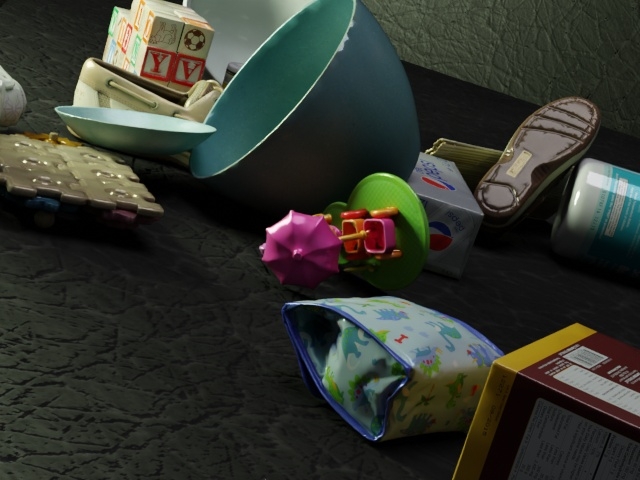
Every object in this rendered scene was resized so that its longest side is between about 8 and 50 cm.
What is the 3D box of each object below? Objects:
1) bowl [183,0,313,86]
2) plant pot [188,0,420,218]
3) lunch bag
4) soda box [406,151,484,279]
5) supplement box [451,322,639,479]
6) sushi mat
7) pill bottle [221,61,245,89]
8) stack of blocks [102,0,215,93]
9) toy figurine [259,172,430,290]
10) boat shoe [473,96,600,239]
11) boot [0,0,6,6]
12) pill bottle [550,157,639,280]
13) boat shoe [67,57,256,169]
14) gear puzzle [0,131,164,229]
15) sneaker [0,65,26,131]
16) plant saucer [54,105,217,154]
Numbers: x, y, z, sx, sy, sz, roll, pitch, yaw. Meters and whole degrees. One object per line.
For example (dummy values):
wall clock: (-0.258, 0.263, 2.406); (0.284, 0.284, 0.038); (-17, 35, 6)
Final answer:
bowl: (-0.121, -0.306, 2.198); (0.298, 0.134, 0.297); (16, 58, -27)
plant pot: (0.007, -0.131, 1.633); (0.195, 0.290, 0.290); (40, 6, -22)
lunch bag: (0.055, 0.096, 1.127); (0.129, 0.096, 0.151); (2, 31, -44)
soda box: (0.131, -0.044, 1.724); (0.098, 0.091, 0.286); (17, 15, -7)
supplement box: (0.226, 0.169, 0.985); (0.194, 0.129, 0.191); (24, 16, 25)
sushi mat: (0.259, -0.087, 1.972); (0.317, 0.151, 0.019); (8, 62, -31)
pill bottle: (-0.118, -0.196, 1.946); (0.065, 0.116, 0.065); (16, 15, -5)
stack of blocks: (-0.247, -0.264, 1.950); (0.087, 0.171, 0.297); (11, 15, -21)
toy figurine: (0.000, 0.000, 1.424); (0.159, 0.130, 0.173); (-9, 7, -40)
boat shoe: (0.296, -0.100, 1.880); (0.095, 0.095, 0.257); (39, 66, 23)
boot: (-0.495, -0.265, 1.463); (0.338, 0.118, 0.223); (-31, 32, -8)
pill bottle: (0.468, -0.012, 1.875); (0.264, 0.146, 0.146); (18, 15, 3)
boat shoe: (-0.155, -0.153, 1.763); (0.341, 0.110, 0.121); (13, 15, -14)
gear puzzle: (-0.290, -0.071, 1.470); (0.175, 0.044, 0.339); (9, 14, -22)
sneaker: (-0.409, -0.172, 1.540); (0.152, 0.114, 0.305); (11, 16, -19)
plant saucer: (-0.224, -0.130, 1.613); (0.195, 0.037, 0.195); (8, 9, -1)
